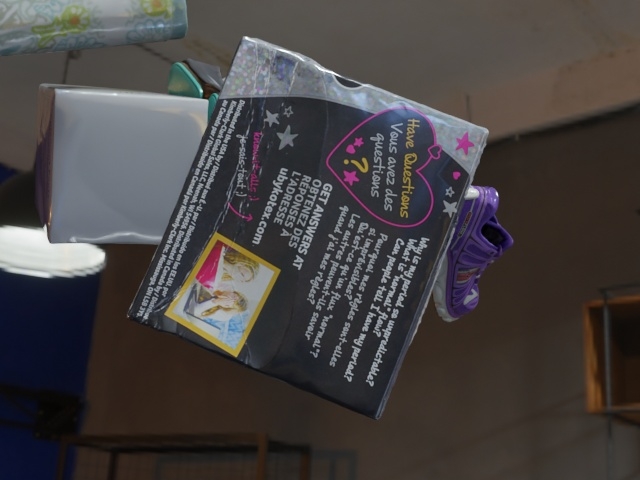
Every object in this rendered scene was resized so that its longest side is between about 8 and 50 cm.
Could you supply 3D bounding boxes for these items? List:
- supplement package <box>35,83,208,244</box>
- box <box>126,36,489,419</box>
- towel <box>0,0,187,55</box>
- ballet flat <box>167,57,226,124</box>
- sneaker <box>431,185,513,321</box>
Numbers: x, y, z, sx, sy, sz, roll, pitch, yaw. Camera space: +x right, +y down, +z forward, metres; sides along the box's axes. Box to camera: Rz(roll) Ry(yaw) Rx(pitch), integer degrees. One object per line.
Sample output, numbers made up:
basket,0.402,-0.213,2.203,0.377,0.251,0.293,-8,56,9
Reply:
supplement package,-0.200,-0.080,0.934,0.139,0.133,0.244,1,9,-20
box,0.000,0.000,0.592,0.142,0.163,0.247,22,-4,2
towel,-0.387,-0.477,1.467,0.321,0.374,0.090,-12,1,-24
ballet flat,-0.101,-0.128,0.990,0.074,0.203,0.074,-13,-51,-16
sneaker,0.127,0.015,0.817,0.071,0.068,0.170,-2,-33,8
